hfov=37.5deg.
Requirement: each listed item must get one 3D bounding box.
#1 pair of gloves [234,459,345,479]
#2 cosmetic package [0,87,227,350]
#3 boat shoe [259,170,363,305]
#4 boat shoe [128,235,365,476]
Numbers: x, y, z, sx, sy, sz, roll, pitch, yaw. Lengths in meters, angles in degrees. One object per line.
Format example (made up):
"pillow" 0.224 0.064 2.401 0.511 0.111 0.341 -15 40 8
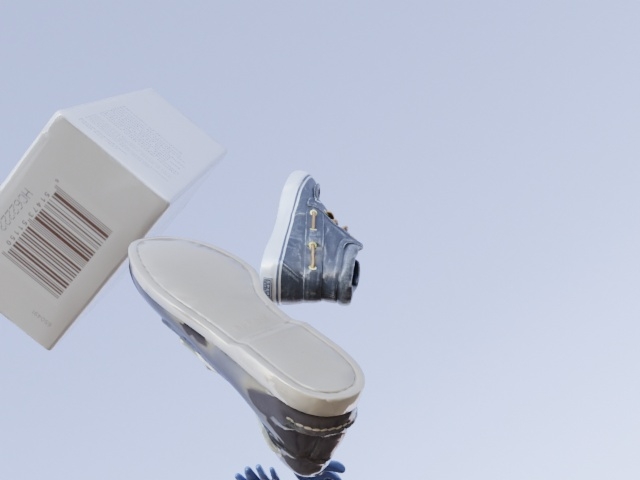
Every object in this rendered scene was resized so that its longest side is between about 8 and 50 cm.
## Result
"pair of gloves" -0.053 0.442 1.741 0.198 0.023 0.159 -27 -49 17
"cosmetic package" -0.277 -0.054 1.226 0.161 0.453 0.230 40 -80 -6
"boat shoe" 0.000 0.000 0.867 0.083 0.183 0.065 6 -54 5
"boat shoe" -0.056 0.061 0.555 0.075 0.206 0.065 -10 -58 -39
